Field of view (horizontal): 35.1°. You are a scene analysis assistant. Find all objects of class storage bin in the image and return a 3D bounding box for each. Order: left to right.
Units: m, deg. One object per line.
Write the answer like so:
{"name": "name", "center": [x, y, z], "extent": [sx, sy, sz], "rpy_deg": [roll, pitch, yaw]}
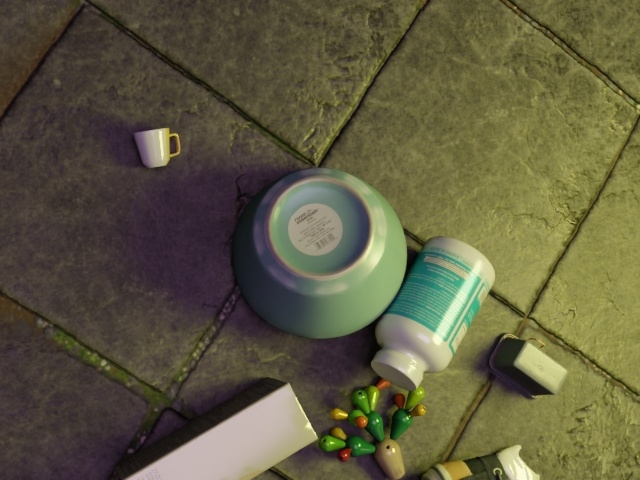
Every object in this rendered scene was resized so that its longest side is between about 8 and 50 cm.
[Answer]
{"name": "storage bin", "center": [0.397, 0.232, 1.895], "extent": [0.135, 0.091, 0.098], "rpy_deg": [36, 77, -11]}

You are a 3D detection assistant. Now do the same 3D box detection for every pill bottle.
{"name": "pill bottle", "center": [0.192, 0.133, 1.798], "extent": [0.146, 0.146, 0.264], "rpy_deg": [38, 67, -10]}

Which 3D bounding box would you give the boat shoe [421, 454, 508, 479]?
{"name": "boat shoe", "center": [0.343, 0.615, 1.800], "extent": [0.156, 0.187, 0.500], "rpy_deg": [-21, 85, -14]}

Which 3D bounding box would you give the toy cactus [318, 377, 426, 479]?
{"name": "toy cactus", "center": [0.111, 0.343, 1.807], "extent": [0.219, 0.112, 0.180], "rpy_deg": [-30, 104, -26]}

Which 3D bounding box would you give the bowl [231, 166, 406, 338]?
{"name": "bowl", "center": [0.000, 0.000, 1.717], "extent": [0.311, 0.163, 0.312], "rpy_deg": [0, 74, -1]}

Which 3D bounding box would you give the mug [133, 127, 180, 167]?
{"name": "mug", "center": [-0.280, -0.160, 1.750], "extent": [0.078, 0.062, 0.064], "rpy_deg": [-10, 96, -10]}

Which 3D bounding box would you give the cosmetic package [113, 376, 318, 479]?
{"name": "cosmetic package", "center": [-0.177, 0.354, 1.684], "extent": [0.309, 0.160, 0.113], "rpy_deg": [-28, 94, -15]}

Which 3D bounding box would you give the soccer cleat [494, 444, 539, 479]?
{"name": "soccer cleat", "center": [0.389, 0.475, 1.886], "extent": [0.076, 0.068, 0.196], "rpy_deg": [-29, 91, -19]}
